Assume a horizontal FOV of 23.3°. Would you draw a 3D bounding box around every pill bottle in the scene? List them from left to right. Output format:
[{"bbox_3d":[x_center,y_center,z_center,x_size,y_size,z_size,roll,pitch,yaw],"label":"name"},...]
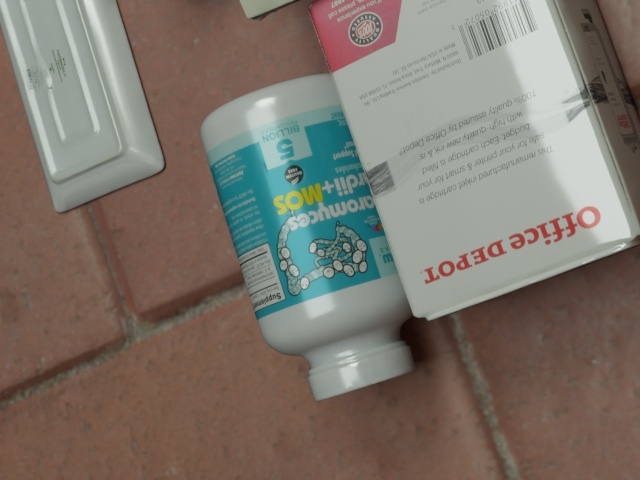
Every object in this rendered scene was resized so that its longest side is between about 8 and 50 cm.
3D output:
[{"bbox_3d":[0.000,0.000,1.335,0.146,0.146,0.264,-21,84,29],"label":"pill bottle"}]

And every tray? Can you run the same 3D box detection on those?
[{"bbox_3d":[-0.253,-0.174,1.530,0.145,0.030,0.270,-21,84,30],"label":"tray"}]

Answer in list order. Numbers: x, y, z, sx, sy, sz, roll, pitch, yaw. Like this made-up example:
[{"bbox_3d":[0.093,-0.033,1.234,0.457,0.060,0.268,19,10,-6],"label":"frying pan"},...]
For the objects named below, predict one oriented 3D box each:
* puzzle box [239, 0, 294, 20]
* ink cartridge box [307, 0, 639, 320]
[{"bbox_3d":[-0.011,-0.414,1.246,0.272,0.052,0.409,-21,97,8],"label":"puzzle box"},{"bbox_3d":[0.139,-0.100,1.263,0.207,0.117,0.283,-22,83,29],"label":"ink cartridge box"}]
